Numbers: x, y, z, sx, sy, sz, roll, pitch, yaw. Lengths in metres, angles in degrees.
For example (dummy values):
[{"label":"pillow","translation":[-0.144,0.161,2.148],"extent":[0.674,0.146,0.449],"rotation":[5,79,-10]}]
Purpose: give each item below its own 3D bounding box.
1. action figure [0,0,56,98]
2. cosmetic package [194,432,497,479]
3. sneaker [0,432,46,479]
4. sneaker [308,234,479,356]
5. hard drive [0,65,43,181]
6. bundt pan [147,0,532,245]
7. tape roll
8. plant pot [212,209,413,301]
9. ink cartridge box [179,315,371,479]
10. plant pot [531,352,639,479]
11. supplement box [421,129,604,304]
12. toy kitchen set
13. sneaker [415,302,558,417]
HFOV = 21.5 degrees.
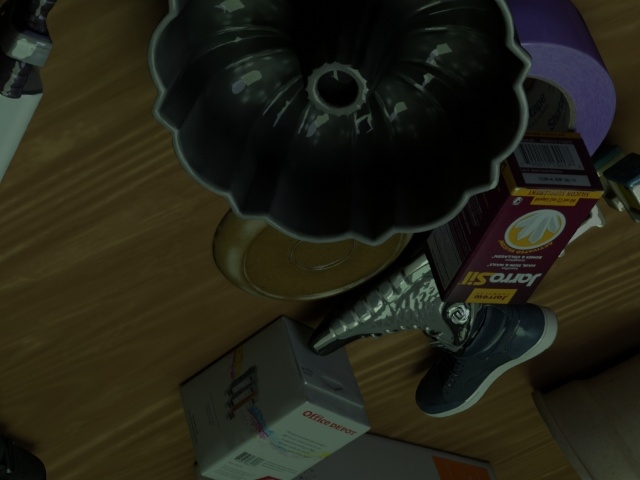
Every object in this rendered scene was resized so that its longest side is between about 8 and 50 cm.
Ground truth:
[{"label":"action figure","translation":[-0.217,-0.250,1.351],"extent":[0.185,0.099,0.285],"rotation":[24,125,-35]},{"label":"cosmetic package","translation":[0.068,0.395,2.258],"extent":[0.453,0.230,0.161],"rotation":[18,131,-42]},{"label":"sneaker","translation":[-0.387,0.244,1.965],"extent":[0.130,0.087,0.227],"rotation":[-30,139,29]},{"label":"sneaker","translation":[0.100,0.098,1.931],"extent":[0.228,0.086,0.132],"rotation":[-38,99,27]},{"label":"hard drive","translation":[-0.426,-0.046,1.579],"extent":[0.233,0.047,0.353],"rotation":[5,139,-30]},{"label":"bundt pan","translation":[0.022,-0.162,1.473],"extent":[0.330,0.124,0.331],"rotation":[4,126,6]},{"label":"tape roll","translation":[0.150,-0.132,1.680],"extent":[0.274,0.090,0.275],"rotation":[-13,145,-9]},{"label":"plant pot","translation":[0.000,0.000,1.848],"extent":[0.236,0.032,0.236],"rotation":[-11,145,-8]},{"label":"ink cartridge box","translation":[-0.054,0.200,2.016],"extent":[0.176,0.127,0.128],"rotation":[-35,142,23]},{"label":"plant pot","translation":[0.496,0.250,2.205],"extent":[0.305,0.334,0.334],"rotation":[-36,143,7]},{"label":"supplement box","translation":[0.191,-0.021,1.701],"extent":[0.104,0.081,0.188],"rotation":[1,141,-23]},{"label":"toy kitchen set","translation":[0.251,-0.033,1.798],"extent":[0.207,0.166,0.122],"rotation":[-36,103,-1]},{"label":"sneaker","translation":[0.154,0.131,2.053],"extent":[0.163,0.086,0.226],"rotation":[17,134,-38]}]
